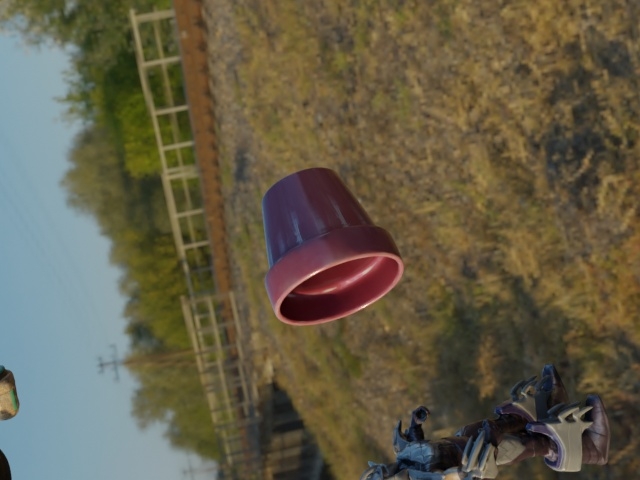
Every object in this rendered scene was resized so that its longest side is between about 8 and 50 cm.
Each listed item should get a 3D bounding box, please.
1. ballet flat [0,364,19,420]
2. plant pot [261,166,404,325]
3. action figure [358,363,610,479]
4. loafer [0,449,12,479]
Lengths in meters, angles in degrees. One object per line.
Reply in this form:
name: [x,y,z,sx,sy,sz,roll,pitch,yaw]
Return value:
ballet flat: [-0.658,0.290,1.873,0.107,0.316,0.106,-43,-61,-47]
plant pot: [0.000,0.000,1.549,0.201,0.201,0.180,92,159,-63]
action figure: [0.161,0.217,1.106,0.185,0.284,0.099,10,111,63]
loafer: [-0.526,0.390,1.626,0.220,0.080,0.078,53,-175,34]
